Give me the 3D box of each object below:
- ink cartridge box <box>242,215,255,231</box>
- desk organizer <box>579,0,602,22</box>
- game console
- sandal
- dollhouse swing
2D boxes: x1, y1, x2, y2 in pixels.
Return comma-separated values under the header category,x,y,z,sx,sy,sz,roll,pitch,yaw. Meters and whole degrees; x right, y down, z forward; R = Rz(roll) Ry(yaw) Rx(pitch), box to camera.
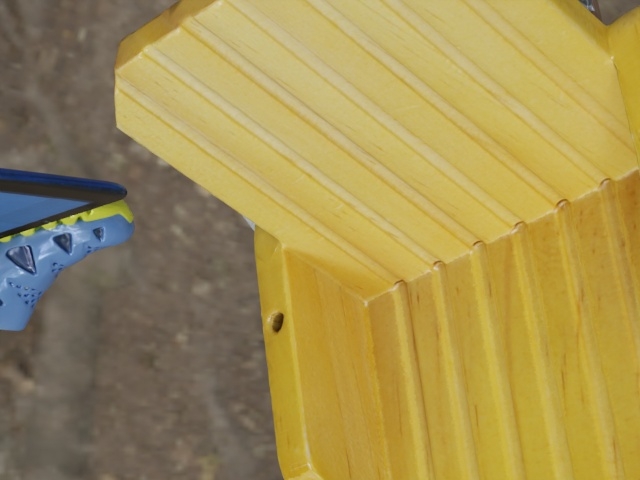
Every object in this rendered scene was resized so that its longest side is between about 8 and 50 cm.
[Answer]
category,x,y,z,sx,sy,sz,roll,pitch,yaw
ink cartridge box,0.000,0.000,1.803,0.066,0.189,0.232,-39,83,-21
desk organizer,0.193,-0.211,1.549,0.130,0.050,0.047,-15,78,18
game console,-0.346,0.028,1.411,0.293,0.173,0.250,-15,42,51
sandal,-0.345,0.036,1.797,0.317,0.126,0.138,-18,101,9
dollhouse swing,0.062,0.006,1.049,0.347,0.305,0.315,-27,57,34
